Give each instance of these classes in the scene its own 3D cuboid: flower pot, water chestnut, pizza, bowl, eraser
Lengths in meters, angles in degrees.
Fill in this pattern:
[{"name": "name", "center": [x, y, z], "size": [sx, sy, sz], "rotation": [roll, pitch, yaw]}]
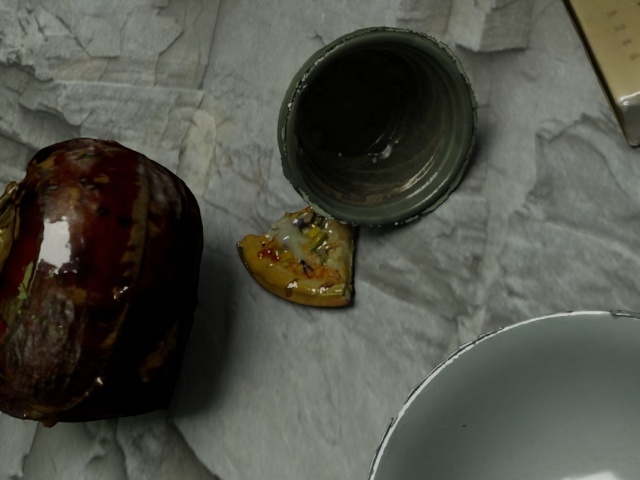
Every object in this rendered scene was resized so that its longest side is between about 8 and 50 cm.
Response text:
[{"name": "flower pot", "center": [0.051, -0.140, 1.059], "size": [0.235, 0.235, 0.140], "rotation": [-41, 25, 1]}, {"name": "water chestnut", "center": [-0.300, 0.042, 1.026], "size": [0.335, 0.347, 0.335], "rotation": [-45, 38, 51]}, {"name": "pizza", "center": [0.000, 0.000, 1.093], "size": [0.176, 0.036, 0.185], "rotation": [-48, 50, -5]}, {"name": "bowl", "center": [0.217, 0.242, 0.733], "size": [0.346, 0.157, 0.345], "rotation": [-15, 54, 22]}, {"name": "eraser", "center": [0.356, -0.274, 1.032], "size": [0.144, 0.078, 0.343], "rotation": [-22, 52, 15]}]
